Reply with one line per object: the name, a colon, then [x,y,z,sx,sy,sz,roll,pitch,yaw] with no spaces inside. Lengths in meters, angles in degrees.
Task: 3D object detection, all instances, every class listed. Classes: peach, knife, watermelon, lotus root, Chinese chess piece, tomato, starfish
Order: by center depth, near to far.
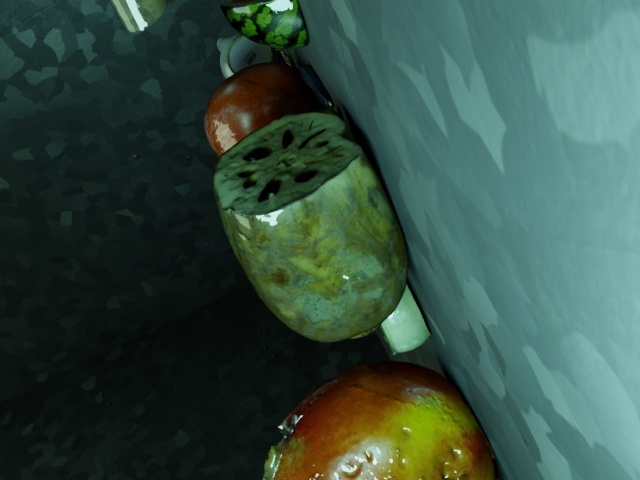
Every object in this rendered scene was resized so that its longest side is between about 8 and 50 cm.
watermelon: [-0.065,-0.332,1.003,0.135,0.125,0.094,32,-122,-58]
lotus root: [0.000,0.000,1.007,0.346,0.251,0.250,61,-179,-39]
knife: [-0.006,-0.248,1.100,0.031,0.018,0.121,77,169,-51]
peach: [0.092,0.408,1.188,0.353,0.417,0.339,-115,7,-57]
Chinese chess piece: [0.128,0.113,1.244,0.188,0.083,0.188,-26,-90,-89]
tomato: [-0.100,-0.218,1.246,0.231,0.232,0.188,64,154,14]
starfish: [-0.064,-0.344,1.360,0.078,0.028,0.091,111,136,-80]

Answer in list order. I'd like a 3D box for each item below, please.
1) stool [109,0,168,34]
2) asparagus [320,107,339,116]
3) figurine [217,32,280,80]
stool: [-0.161,-0.345,0.613,0.178,0.272,0.272,47,-168,-47]
asparagus: [0.015,-0.182,1.107,0.030,0.036,0.165,49,176,5]
figurine: [-0.164,-0.415,1.616,0.189,0.142,0.263,41,-177,-8]
